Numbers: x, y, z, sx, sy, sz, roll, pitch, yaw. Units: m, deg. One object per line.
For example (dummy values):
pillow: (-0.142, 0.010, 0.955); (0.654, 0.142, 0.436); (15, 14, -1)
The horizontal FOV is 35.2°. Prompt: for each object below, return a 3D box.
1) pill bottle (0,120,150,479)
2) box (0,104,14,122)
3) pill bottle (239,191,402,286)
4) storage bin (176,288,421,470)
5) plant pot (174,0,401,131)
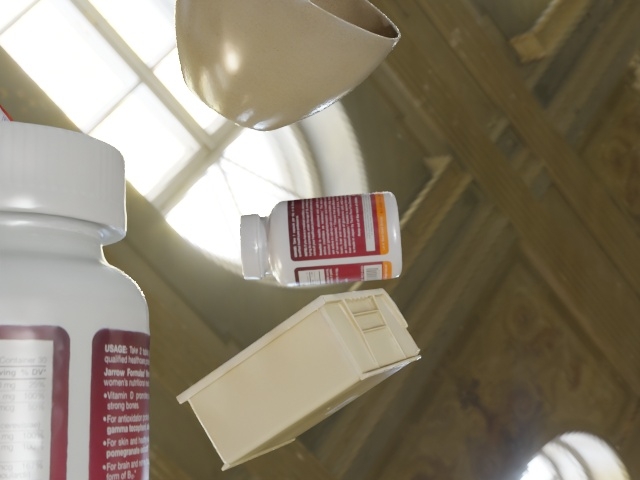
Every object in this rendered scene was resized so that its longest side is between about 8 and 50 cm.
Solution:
pill bottle: (-0.128, 0.073, 0.393); (0.121, 0.121, 0.221); (-14, -106, 53)
box: (-0.278, 0.005, 0.567); (0.123, 0.128, 0.256); (-6, -128, 18)
pill bottle: (0.000, 0.000, 0.979); (0.152, 0.086, 0.086); (-4, -156, 1)
storage bin: (-0.017, 0.192, 1.446); (0.262, 0.123, 0.260); (-37, 167, 19)
plant pot: (-0.070, -0.250, 1.258); (0.191, 0.284, 0.284); (-56, -166, 21)
